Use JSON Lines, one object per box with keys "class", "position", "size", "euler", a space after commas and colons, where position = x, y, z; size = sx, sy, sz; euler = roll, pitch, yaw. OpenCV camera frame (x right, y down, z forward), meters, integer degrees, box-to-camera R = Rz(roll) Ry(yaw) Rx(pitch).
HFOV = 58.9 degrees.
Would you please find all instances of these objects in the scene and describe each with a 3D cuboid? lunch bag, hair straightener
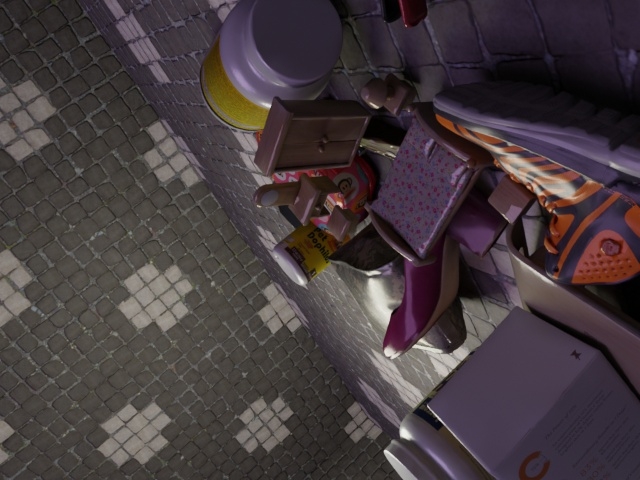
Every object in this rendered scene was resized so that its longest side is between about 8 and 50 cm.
{"class": "lunch bag", "position": [-0.017, -0.163, 1.201], "size": [0.293, 0.120, 0.258], "euler": [46, 164, 18]}
{"class": "lunch bag", "position": [0.174, 0.096, 1.182], "size": [0.235, 0.169, 0.287], "euler": [55, 169, -16]}
{"class": "hair straightener", "position": [0.060, -0.361, 0.652], "size": [0.089, 0.047, 0.230], "euler": [33, 157, 48]}

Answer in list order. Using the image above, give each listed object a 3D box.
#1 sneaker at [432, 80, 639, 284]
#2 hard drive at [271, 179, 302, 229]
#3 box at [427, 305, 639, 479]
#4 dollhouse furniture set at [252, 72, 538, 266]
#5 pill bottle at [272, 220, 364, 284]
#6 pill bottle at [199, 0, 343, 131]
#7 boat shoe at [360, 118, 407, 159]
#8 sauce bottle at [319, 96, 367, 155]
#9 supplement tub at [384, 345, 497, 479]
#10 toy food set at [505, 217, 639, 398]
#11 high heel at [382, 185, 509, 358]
{"class": "sneaker", "position": [0.245, -0.057, 0.616], "size": [0.321, 0.124, 0.180], "euler": [37, 140, 43]}
{"class": "hard drive", "position": [-0.042, -0.067, 1.624], "size": [0.254, 0.054, 0.172], "euler": [42, 163, 28]}
{"class": "box", "position": [0.368, 0.302, 0.866], "size": [0.345, 0.215, 0.168], "euler": [45, 177, -26]}
{"class": "dollhouse furniture set", "position": [0.067, -0.052, 0.824], "size": [0.356, 0.173, 0.303], "euler": [51, 134, 32]}
{"class": "pill bottle", "position": [0.000, 0.000, 1.354], "size": [0.117, 0.215, 0.117], "euler": [46, 164, 17]}
{"class": "pill bottle", "position": [-0.089, -0.299, 0.955], "size": [0.188, 0.188, 0.334], "euler": [54, 165, -14]}
{"class": "boat shoe", "position": [0.105, -0.169, 0.970], "size": [0.153, 0.056, 0.048], "euler": [27, 148, 41]}
{"class": "sauce bottle", "position": [0.041, -0.214, 1.069], "size": [0.128, 0.042, 0.042], "euler": [48, 165, 4]}
{"class": "supplement tub", "position": [0.318, 0.407, 1.198], "size": [0.235, 0.324, 0.235], "euler": [46, 164, 17]}
{"class": "toy food set", "position": [0.389, 0.097, 0.757], "size": [0.306, 0.092, 0.220], "euler": [41, 174, 36]}
{"class": "high heel", "position": [0.156, 0.039, 0.967], "size": [0.181, 0.127, 0.377], "euler": [38, 124, 16]}
